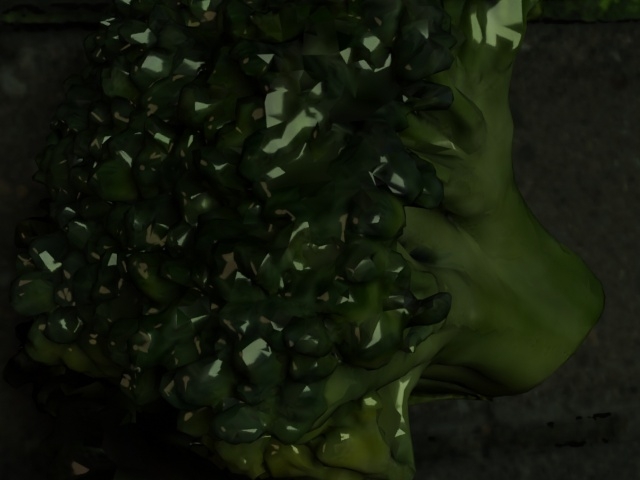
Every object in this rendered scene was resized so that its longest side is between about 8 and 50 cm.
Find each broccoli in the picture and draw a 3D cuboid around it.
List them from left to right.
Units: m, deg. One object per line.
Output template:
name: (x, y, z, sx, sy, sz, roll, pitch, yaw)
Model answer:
broccoli: (-0.019, -0.015, 0.807, 0.324, 0.334, 0.272, -38, 95, -37)

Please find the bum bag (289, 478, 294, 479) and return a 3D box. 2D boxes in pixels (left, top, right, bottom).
bum bag: (-0.071, 0.210, 0.872, 0.248, 0.060, 0.123, -23, 85, -24)
